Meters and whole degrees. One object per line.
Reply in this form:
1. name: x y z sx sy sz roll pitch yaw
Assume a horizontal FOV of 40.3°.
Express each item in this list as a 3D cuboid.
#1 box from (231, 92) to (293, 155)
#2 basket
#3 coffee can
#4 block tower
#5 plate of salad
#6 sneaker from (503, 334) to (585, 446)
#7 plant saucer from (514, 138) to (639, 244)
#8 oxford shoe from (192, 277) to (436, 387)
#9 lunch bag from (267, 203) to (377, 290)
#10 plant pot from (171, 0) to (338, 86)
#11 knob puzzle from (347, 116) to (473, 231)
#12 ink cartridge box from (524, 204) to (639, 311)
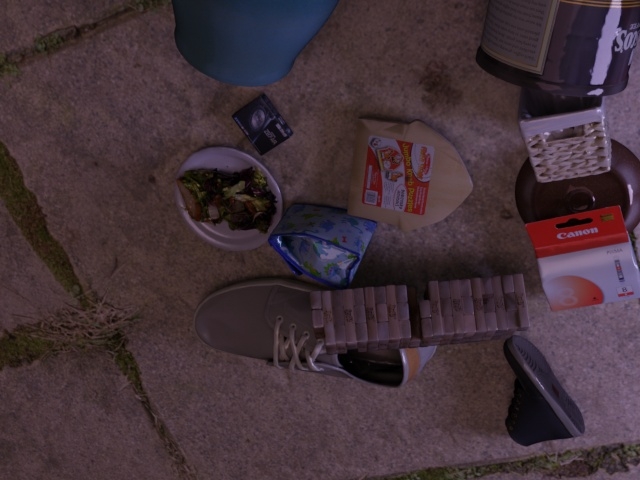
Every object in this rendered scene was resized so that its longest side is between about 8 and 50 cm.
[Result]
1. box: -0.095 -0.189 1.426 0.067 0.018 0.083 -29 105 29
2. basket: 0.343 -0.164 1.215 0.113 0.167 0.103 -8 119 22
3. coffee can: 0.321 -0.345 1.101 0.202 0.201 0.275 13 120 11
4. block tower: 0.155 0.120 1.398 0.336 0.097 0.090 -5 73 1
5. plate of salad: -0.163 -0.065 1.497 0.200 0.048 0.199 7 118 14
6. sneaker: 0.346 0.268 1.491 0.118 0.083 0.222 -28 107 29
7. plant saucer: 0.395 -0.065 1.326 0.199 0.036 0.198 8 119 15
8. oxford shoe: -0.025 0.168 1.532 0.450 0.130 0.169 6 120 16
9. lunch bag: 0.000 0.000 1.432 0.151 0.129 0.096 24 120 4
10. plant pot: -0.093 -0.362 1.203 0.272 0.271 0.255 26 136 3
11. knob puzzle: 0.147 -0.104 1.387 0.213 0.030 0.213 8 118 14
12. ink cartridge box: 0.406 0.032 1.336 0.146 0.045 0.179 -12 136 23
